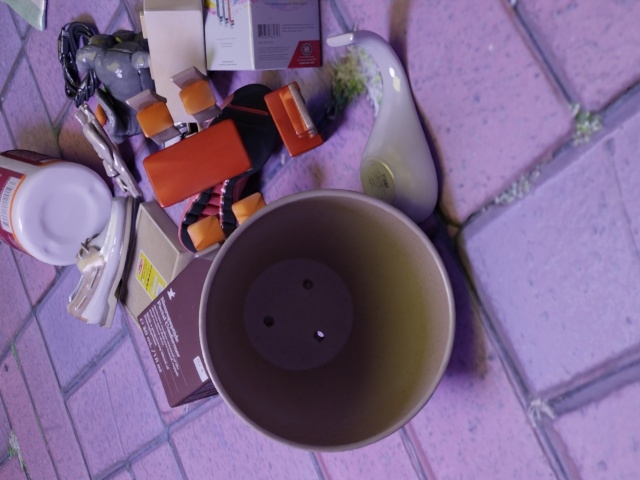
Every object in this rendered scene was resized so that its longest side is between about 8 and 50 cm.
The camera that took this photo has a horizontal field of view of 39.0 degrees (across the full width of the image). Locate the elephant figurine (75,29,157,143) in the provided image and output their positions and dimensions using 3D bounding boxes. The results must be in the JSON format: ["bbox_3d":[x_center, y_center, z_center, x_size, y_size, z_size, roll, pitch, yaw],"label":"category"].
[{"bbox_3d":[-0.354,-0.262,1.696,0.169,0.186,0.239,2,120,8],"label":"elephant figurine"}]

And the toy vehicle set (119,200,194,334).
[{"bbox_3d":[-0.335,0.074,1.830,0.166,0.035,0.267,48,133,33],"label":"toy vehicle set"}]

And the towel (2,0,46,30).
[{"bbox_3d":[-0.684,-0.678,2.067,0.248,0.038,0.325,39,128,38],"label":"towel"}]

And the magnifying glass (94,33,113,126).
[{"bbox_3d":[-0.429,-0.323,1.851,0.092,0.026,0.231,56,138,25],"label":"magnifying glass"}]

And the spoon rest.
[{"bbox_3d":[0.090,-0.150,1.213,0.137,0.084,0.276,6,117,52],"label":"spoon rest"}]

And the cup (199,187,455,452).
[{"bbox_3d":[-0.011,0.106,1.243,0.237,0.331,0.331,165,93,-77],"label":"cup"}]

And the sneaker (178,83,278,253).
[{"bbox_3d":[-0.166,-0.133,1.501,0.136,0.116,0.314,-106,37,-57],"label":"sneaker"}]

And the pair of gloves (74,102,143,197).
[{"bbox_3d":[-0.423,-0.175,1.777,0.204,0.042,0.240,61,170,-16],"label":"pair of gloves"}]

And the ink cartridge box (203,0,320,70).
[{"bbox_3d":[-0.088,-0.341,1.328,0.127,0.128,0.176,14,109,50],"label":"ink cartridge box"}]

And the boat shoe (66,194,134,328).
[{"bbox_3d":[-0.456,0.043,1.874,0.113,0.103,0.302,-103,28,-68],"label":"boat shoe"}]

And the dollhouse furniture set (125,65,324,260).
[{"bbox_3d":[-0.132,-0.135,1.318,0.135,0.259,0.262,16,-131,-83],"label":"dollhouse furniture set"}]

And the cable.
[{"bbox_3d":[-0.509,-0.374,1.930,0.150,0.047,0.184,19,112,43],"label":"cable"}]

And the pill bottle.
[{"bbox_3d":[-0.648,-0.086,2.031,0.392,0.224,0.224,16,112,49],"label":"pill bottle"}]

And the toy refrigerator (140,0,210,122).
[{"bbox_3d":[-0.229,-0.308,1.442,0.269,0.094,0.102,98,168,-61],"label":"toy refrigerator"}]

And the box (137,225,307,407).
[{"bbox_3d":[-0.162,0.134,1.548,0.381,0.143,0.191,-40,68,47],"label":"box"}]

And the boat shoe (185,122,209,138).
[{"bbox_3d":[-0.218,-0.185,1.603,0.050,0.045,0.135,-3,97,52],"label":"boat shoe"}]

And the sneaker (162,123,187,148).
[{"bbox_3d":[-0.263,-0.196,1.670,0.109,0.040,0.044,-27,95,55],"label":"sneaker"}]
